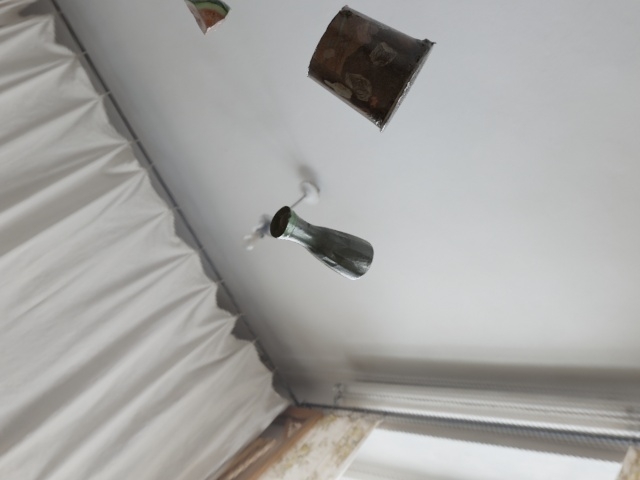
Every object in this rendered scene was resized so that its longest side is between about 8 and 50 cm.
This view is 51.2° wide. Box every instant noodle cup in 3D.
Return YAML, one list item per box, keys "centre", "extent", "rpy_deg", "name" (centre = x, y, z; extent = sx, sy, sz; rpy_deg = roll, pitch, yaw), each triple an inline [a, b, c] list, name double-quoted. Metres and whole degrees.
- centre: [0.100, -0.371, 1.412]
  extent: [0.207, 0.217, 0.217]
  rpy_deg: [31, -41, 2]
  name: "instant noodle cup"

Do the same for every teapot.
- centre: [0.000, 0.000, 0.624]
  extent: [0.111, 0.042, 0.043]
  rpy_deg: [28, -24, -38]
  name: "teapot"

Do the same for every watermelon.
- centre: [-0.219, -0.432, 1.270]
  extent: [0.092, 0.072, 0.084]
  rpy_deg: [17, 2, -2]
  name: "watermelon"
